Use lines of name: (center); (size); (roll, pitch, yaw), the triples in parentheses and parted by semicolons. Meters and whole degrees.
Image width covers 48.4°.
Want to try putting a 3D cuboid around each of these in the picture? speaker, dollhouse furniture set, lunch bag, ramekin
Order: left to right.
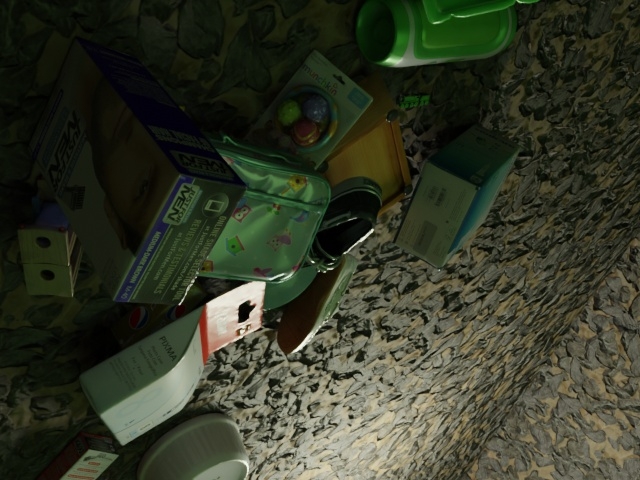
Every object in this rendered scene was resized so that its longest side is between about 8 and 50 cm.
dollhouse furniture set: (-0.449, -0.012, 1.039); (0.183, 0.129, 0.129); (4, 129, -9)
ramekin: (-0.297, 0.561, 1.743); (0.272, 0.127, 0.273); (-26, 141, -23)
lunch bag: (-0.133, -0.052, 1.128); (0.279, 0.108, 0.224); (10, 118, -32)
speaker: (0.208, -0.377, 1.258); (0.296, 0.131, 0.131); (-14, 136, -34)

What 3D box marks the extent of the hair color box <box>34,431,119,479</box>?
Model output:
hair color box: (-0.523, 0.489, 1.515); (0.167, 0.053, 0.093); (-45, 144, 5)

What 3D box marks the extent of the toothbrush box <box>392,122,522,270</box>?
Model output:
toothbrush box: (0.300, -0.102, 1.546); (0.295, 0.126, 0.216); (-36, 152, -50)

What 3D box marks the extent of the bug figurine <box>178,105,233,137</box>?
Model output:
bug figurine: (-0.238, -0.083, 1.179); (0.216, 0.072, 0.279); (-3, 128, -43)

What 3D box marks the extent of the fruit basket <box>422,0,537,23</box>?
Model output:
fruit basket: (0.229, -0.559, 1.033); (0.282, 0.392, 0.392); (-7, 151, 21)

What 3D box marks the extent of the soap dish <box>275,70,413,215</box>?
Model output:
soap dish: (0.059, -0.146, 1.361); (0.229, 0.118, 0.291); (-36, 143, -10)

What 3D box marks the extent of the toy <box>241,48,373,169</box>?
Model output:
toy: (-0.041, -0.189, 1.198); (0.237, 0.137, 0.056); (-50, 171, 14)

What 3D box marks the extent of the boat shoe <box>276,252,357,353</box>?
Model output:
boat shoe: (0.001, 0.147, 1.625); (0.096, 0.098, 0.277); (12, 117, -48)

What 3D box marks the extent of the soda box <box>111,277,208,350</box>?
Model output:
soda box: (-0.304, 0.134, 1.348); (0.181, 0.061, 0.058); (-43, 144, 1)

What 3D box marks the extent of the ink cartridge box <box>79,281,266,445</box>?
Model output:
ink cartridge box: (-0.259, 0.245, 1.410); (0.385, 0.091, 0.308); (-28, 160, -19)

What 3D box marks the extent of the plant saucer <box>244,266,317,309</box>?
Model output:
plant saucer: (-0.087, 0.062, 1.505); (0.195, 0.037, 0.195); (-26, 141, -23)

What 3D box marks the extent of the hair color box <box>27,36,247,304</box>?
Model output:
hair color box: (-0.251, -0.096, 0.921); (0.110, 0.339, 0.185); (8, 121, -48)

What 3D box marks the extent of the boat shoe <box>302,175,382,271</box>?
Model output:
boat shoe: (0.004, 0.002, 1.310); (0.113, 0.105, 0.306); (28, 139, -30)

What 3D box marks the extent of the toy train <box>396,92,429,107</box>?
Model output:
toy train: (0.186, -0.282, 1.429); (0.083, 0.017, 0.024); (-14, 126, -34)
